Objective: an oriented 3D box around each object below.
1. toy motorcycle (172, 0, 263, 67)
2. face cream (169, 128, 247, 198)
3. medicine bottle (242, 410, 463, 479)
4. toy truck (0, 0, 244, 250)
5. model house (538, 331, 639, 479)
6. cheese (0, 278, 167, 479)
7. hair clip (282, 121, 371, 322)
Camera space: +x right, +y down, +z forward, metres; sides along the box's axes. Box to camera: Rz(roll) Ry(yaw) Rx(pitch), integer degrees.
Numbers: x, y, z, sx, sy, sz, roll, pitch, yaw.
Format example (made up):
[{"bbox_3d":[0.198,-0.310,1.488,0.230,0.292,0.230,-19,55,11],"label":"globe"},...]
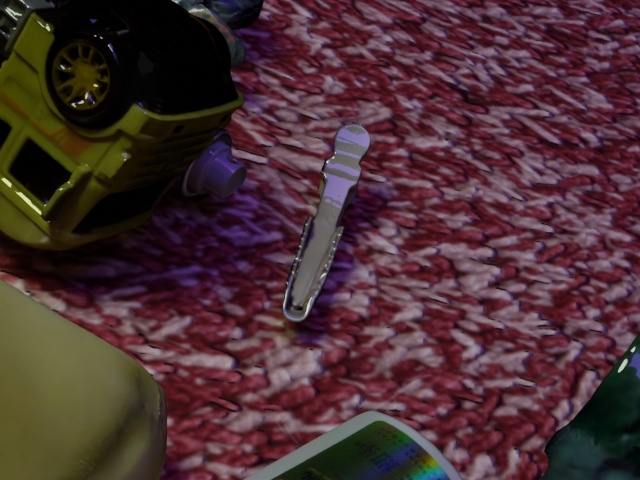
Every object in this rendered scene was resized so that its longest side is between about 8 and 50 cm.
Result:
[{"bbox_3d":[-0.202,-0.242,1.702,0.307,0.108,0.173,18,34,-1],"label":"toy motorcycle"},{"bbox_3d":[-0.161,-0.108,1.593,0.229,0.075,0.075,35,40,17],"label":"face cream"},{"bbox_3d":[-0.001,0.202,1.281,0.115,0.078,0.219,42,42,24],"label":"medicine bottle"},{"bbox_3d":[-0.273,-0.164,1.481,0.405,0.254,0.180,40,26,13],"label":"toy truck"},{"bbox_3d":[0.355,0.188,1.332,0.329,0.252,0.295,40,36,15],"label":"model house"},{"bbox_3d":[-0.254,0.142,1.204,0.259,0.128,0.316,28,40,8],"label":"cheese"},{"bbox_3d":[0.000,0.000,1.558,0.034,0.072,0.226,16,46,2],"label":"hair clip"}]
